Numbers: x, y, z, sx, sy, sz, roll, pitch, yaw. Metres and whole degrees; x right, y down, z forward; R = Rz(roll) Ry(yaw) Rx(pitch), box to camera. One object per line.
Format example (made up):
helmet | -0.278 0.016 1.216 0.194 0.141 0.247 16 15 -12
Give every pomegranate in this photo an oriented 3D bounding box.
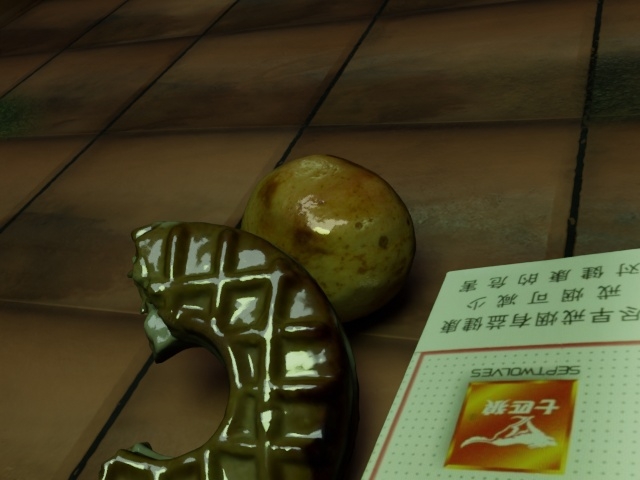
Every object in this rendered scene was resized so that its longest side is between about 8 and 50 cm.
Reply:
pomegranate | 0.000 0.000 0.815 0.216 0.215 0.215 -11 38 9

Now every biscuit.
biscuit | -0.098 0.160 0.647 0.269 0.115 0.366 1 69 10

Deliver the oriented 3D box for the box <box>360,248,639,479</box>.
box | 0.164 0.143 0.512 0.210 0.095 0.330 -10 28 33
